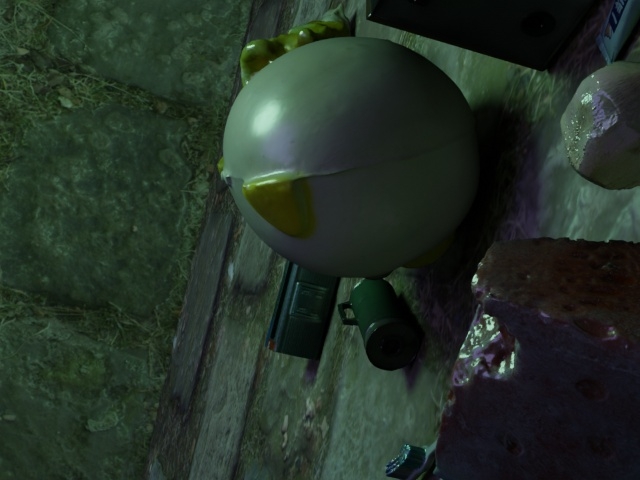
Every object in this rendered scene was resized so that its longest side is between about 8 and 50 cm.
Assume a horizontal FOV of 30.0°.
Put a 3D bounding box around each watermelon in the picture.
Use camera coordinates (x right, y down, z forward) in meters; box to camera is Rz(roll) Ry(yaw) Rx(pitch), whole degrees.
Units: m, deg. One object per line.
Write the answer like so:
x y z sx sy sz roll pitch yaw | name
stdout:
0.198 0.101 1.018 0.318 0.226 0.148 -39 12 49 | watermelon

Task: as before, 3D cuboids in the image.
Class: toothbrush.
0.183 0.166 1.342 0.418 0.040 0.042 125 156 -43 | toothbrush

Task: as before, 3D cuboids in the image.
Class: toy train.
0.000 0.000 2.050 0.089 0.086 0.409 -160 84 -74 | toy train

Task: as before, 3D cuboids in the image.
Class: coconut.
0.280 -0.109 1.086 0.124 0.110 0.110 111 165 -49 | coconut

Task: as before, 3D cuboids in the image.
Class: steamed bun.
0.038 -0.109 1.541 0.374 0.334 0.333 -141 66 -75 | steamed bun

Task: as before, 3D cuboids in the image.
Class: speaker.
0.187 -0.324 1.371 0.153 0.231 0.192 123 156 -51 | speaker

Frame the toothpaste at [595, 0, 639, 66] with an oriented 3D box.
0.327 -0.268 1.198 0.056 0.036 0.205 -91 17 -47 | toothpaste

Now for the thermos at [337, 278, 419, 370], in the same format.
0.080 0.110 1.677 0.083 0.073 0.187 -35 22 7 | thermos

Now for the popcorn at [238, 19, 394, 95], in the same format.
-0.012 -0.191 1.876 0.326 0.290 0.321 38 106 49 | popcorn

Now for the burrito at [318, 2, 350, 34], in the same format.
0.006 -0.276 2.294 0.117 0.076 0.392 127 152 -58 | burrito
